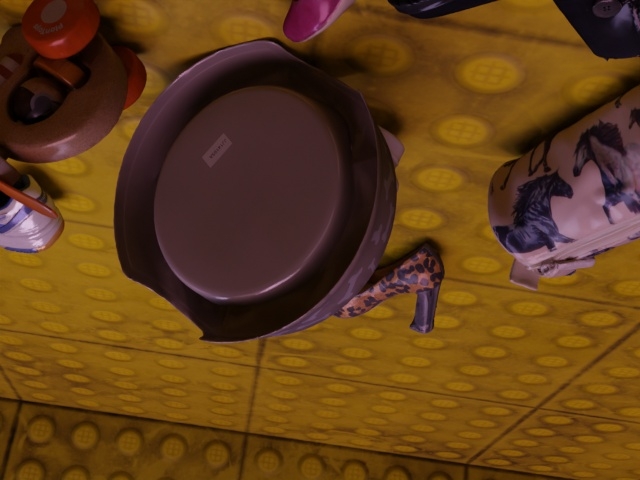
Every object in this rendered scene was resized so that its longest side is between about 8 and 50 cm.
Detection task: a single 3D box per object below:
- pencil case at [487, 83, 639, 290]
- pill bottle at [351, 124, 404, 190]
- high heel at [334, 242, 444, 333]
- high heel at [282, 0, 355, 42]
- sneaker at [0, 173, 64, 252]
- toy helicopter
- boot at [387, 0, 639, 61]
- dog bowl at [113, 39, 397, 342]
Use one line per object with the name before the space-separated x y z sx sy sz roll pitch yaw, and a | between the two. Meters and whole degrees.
pencil case | 0.371 -0.080 1.057 0.160 0.183 0.410 15 154 -28
pill bottle | 0.020 -0.041 1.182 0.117 0.215 0.117 28 170 5
high heel | 0.076 0.047 1.569 0.261 0.093 0.186 14 134 14
high heel | -0.002 -0.274 0.903 0.117 0.082 0.244 46 158 -11
sneaker | -0.548 -0.061 1.477 0.296 0.112 0.131 0 137 12
toy helicopter | -0.383 -0.140 1.075 0.355 0.235 0.140 -2 154 19
boot | 0.213 -0.229 0.885 0.246 0.094 0.207 -22 139 36
dog bowl | -0.070 -0.048 1.086 0.349 0.348 0.102 -6 163 27
